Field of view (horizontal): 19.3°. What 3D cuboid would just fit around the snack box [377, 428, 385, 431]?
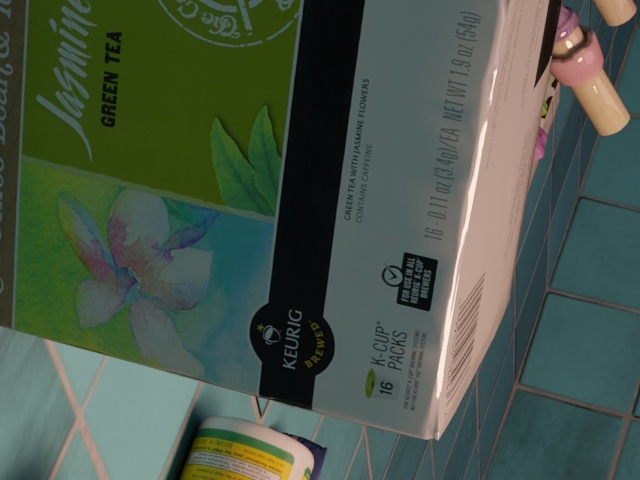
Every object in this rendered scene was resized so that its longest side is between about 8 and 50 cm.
[{"bbox_3d":[0.086,0.172,2.500,0.100,0.037,0.141,72,35,-68],"label":"snack box"}]

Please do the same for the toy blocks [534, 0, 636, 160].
[{"bbox_3d":[0.175,-0.251,2.161,0.260,0.309,0.289,53,31,-30],"label":"toy blocks"}]

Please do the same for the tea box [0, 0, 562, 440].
[{"bbox_3d":[-0.031,-0.097,1.180,0.220,0.323,0.329,-52,152,-60],"label":"tea box"}]

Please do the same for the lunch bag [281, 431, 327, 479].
[{"bbox_3d":[-0.038,0.263,2.057,0.067,0.065,0.098,112,-3,-71],"label":"lunch bag"}]

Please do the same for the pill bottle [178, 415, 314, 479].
[{"bbox_3d":[-0.091,0.279,1.753,0.117,0.117,0.208,71,36,-66],"label":"pill bottle"}]

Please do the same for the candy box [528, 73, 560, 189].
[{"bbox_3d":[0.200,-0.126,2.391,0.071,0.159,0.233,84,24,-58],"label":"candy box"}]
